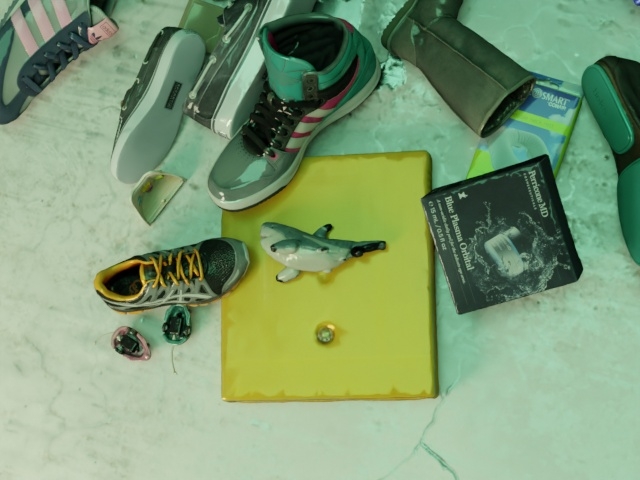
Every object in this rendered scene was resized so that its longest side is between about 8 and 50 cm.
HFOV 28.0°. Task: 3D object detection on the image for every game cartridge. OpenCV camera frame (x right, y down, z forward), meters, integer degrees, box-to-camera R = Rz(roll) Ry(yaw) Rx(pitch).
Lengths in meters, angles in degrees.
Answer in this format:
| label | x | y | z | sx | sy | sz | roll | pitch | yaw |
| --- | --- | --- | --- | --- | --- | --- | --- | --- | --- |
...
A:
| label | x | y | z | sx | sy | sz | roll | pitch | yaw |
| --- | --- | --- | --- | --- | --- | --- | --- | --- | --- |
| game cartridge | 0.010 | 0.049 | 1.682 | 0.285 | 0.052 | 0.324 | -2 | 79 | 12 |

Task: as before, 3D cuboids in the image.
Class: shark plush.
| label | x | y | z | sx | sy | sz | roll | pitch | yaw |
| --- | --- | --- | --- | --- | --- | --- | --- | --- | --- |
| shark plush | 0.000 | 0.000 | 1.640 | 0.161 | 0.073 | 0.067 | -8 | 48 | 15 |

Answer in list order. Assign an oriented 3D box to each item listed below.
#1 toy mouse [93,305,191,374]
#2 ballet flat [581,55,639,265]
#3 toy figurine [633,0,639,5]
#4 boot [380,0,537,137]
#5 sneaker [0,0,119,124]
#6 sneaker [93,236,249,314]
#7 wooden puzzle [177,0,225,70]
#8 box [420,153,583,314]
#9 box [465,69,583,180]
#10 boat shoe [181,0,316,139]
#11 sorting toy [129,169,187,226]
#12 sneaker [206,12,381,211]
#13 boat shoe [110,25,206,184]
| label | x | y | z | sx | sy | sz | roll | pitch | yaw |
| --- | --- | --- | --- | --- | --- | --- | --- | --- | --- |
| toy mouse | -0.224 | 0.121 | 1.726 | 0.161 | 0.031 | 0.143 | -36 | 76 | 5 |
| ballet flat | 0.409 | -0.104 | 1.592 | 0.096 | 0.095 | 0.280 | -7 | 76 | -21 |
| toy figurine | 0.472 | -0.348 | 1.619 | 0.217 | 0.191 | 0.362 | -24 | 84 | 38 |
| boot | 0.196 | -0.259 | 1.643 | 0.208 | 0.076 | 0.190 | 44 | 107 | 37 |
| sneaker | -0.358 | -0.288 | 1.772 | 0.131 | 0.112 | 0.319 | 27 | 89 | 17 |
| sneaker | -0.195 | 0.046 | 1.665 | 0.215 | 0.083 | 0.084 | -18 | 72 | 12 |
| wooden puzzle | -0.162 | -0.299 | 1.783 | 0.078 | 0.014 | 0.116 | 28 | 88 | 19 |
| box | 0.226 | -0.008 | 1.590 | 0.158 | 0.093 | 0.156 | -17 | 93 | 18 |
| box | 0.265 | -0.133 | 1.653 | 0.109 | 0.042 | 0.178 | 19 | 87 | 14 |
| boat shoe | -0.090 | -0.287 | 1.724 | 0.102 | 0.108 | 0.301 | 28 | 96 | 13 |
| sorting toy | -0.231 | -0.069 | 1.732 | 0.045 | 0.075 | 0.083 | 39 | 91 | 14 |
| sneaker | -0.050 | -0.179 | 1.629 | 0.124 | 0.178 | 0.295 | 38 | 79 | 28 |
| boat shoe | -0.237 | -0.190 | 1.755 | 0.076 | 0.080 | 0.228 | 29 | 98 | 40 |
